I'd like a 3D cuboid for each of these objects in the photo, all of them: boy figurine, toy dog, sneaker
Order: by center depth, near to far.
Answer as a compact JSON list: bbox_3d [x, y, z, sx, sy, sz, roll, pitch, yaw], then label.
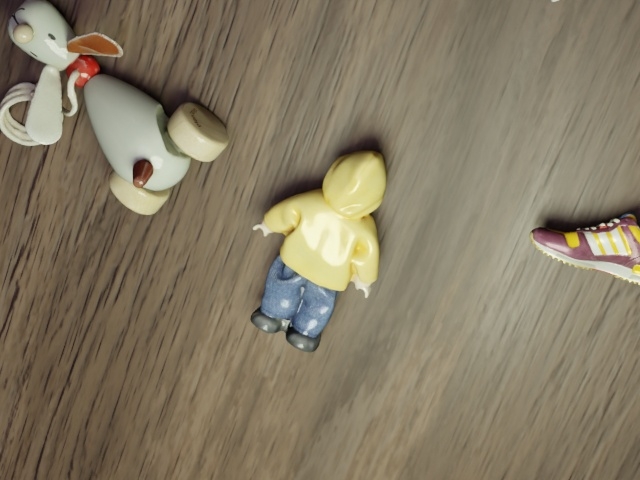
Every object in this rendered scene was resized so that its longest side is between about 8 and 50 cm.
[{"bbox_3d":[0.360,-0.003,1.796,0.185,0.069,0.084,16,101,2],"label":"sneaker"},{"bbox_3d":[-0.289,-0.165,1.843,0.333,0.161,0.220,25,110,5],"label":"toy dog"},{"bbox_3d":[0.000,0.000,1.863,0.177,0.092,0.285,25,109,5],"label":"boy figurine"}]
